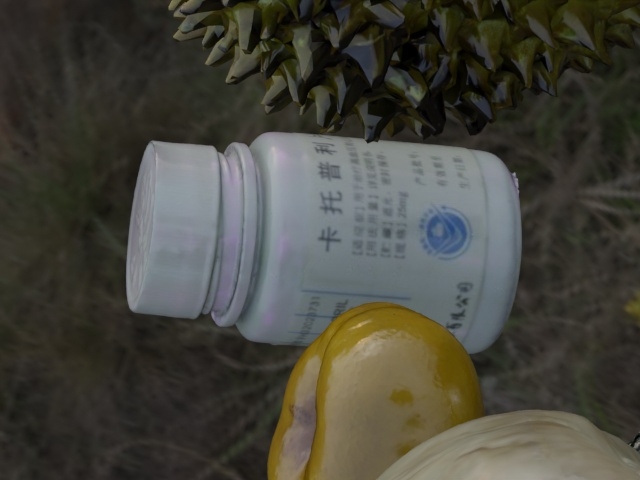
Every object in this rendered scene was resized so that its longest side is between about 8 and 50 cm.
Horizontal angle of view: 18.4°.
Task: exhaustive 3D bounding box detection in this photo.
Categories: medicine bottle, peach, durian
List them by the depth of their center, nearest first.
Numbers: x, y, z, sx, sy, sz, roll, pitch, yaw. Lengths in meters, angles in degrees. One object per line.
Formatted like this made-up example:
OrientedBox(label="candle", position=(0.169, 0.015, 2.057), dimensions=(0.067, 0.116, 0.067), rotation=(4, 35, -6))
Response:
OrientedBox(label="durian", position=(0.028, -0.168, 0.705), dimensions=(0.258, 0.293, 0.258), rotation=(19, 118, 40))
OrientedBox(label="peach", position=(0.032, 0.123, 1.200), dimensions=(0.179, 0.103, 0.179), rotation=(-163, 90, -75))
OrientedBox(label="medicine bottle", position=(0.000, 0.000, 1.568), dimensions=(0.293, 0.170, 0.170), rotation=(5, 74, -13))

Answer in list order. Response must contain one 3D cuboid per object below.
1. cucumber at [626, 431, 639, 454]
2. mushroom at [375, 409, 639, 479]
OrientedBox(label="cucumber", position=(0.302, 0.159, 1.668), dimensions=(0.256, 0.044, 0.043), rotation=(-44, 53, -5))
OrientedBox(label="mushroom", position=(0.127, 0.130, 0.546), dimensions=(0.234, 0.260, 0.254), rotation=(-48, 49, 0))
